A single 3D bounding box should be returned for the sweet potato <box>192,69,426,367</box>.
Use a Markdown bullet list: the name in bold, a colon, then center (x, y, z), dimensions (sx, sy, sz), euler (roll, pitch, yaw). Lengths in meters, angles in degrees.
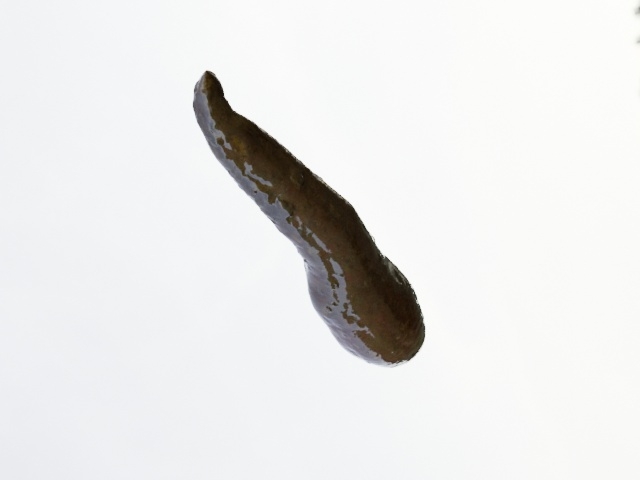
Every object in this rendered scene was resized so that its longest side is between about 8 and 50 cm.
- **sweet potato**: center (0.000, 0.000, 0.741), dimensions (0.214, 0.050, 0.050), euler (53, -147, -41)
